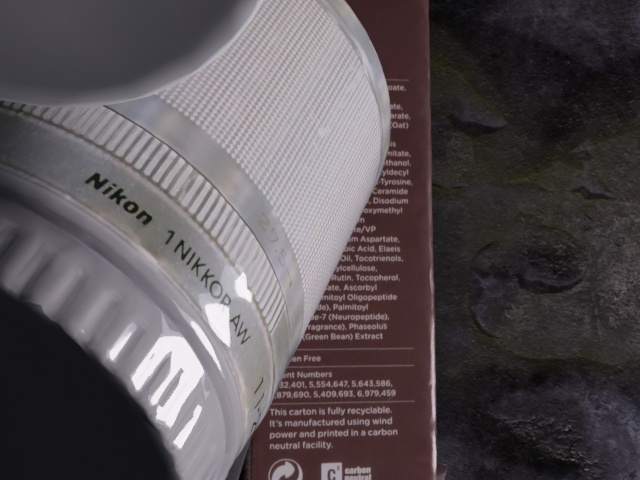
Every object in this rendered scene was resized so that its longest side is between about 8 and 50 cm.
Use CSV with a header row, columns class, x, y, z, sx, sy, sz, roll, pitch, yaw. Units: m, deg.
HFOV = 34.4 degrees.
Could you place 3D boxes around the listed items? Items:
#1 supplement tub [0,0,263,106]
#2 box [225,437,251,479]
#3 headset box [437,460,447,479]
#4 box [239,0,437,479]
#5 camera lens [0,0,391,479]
class,x,y,z,sx,sy,sz,roll,pitch,yaw
supplement tub,-0.068,-0.229,0.388,0.235,0.235,0.325,95,9,-49
box,-0.162,0.269,0.692,0.307,0.076,0.242,-50,-162,50
headset box,-0.067,0.224,0.968,0.218,0.293,0.110,-39,-150,58
box,0.000,0.000,0.789,0.191,0.143,0.381,152,-63,-80
camera lens,-0.099,-0.017,0.504,0.219,0.219,0.274,96,15,-44
